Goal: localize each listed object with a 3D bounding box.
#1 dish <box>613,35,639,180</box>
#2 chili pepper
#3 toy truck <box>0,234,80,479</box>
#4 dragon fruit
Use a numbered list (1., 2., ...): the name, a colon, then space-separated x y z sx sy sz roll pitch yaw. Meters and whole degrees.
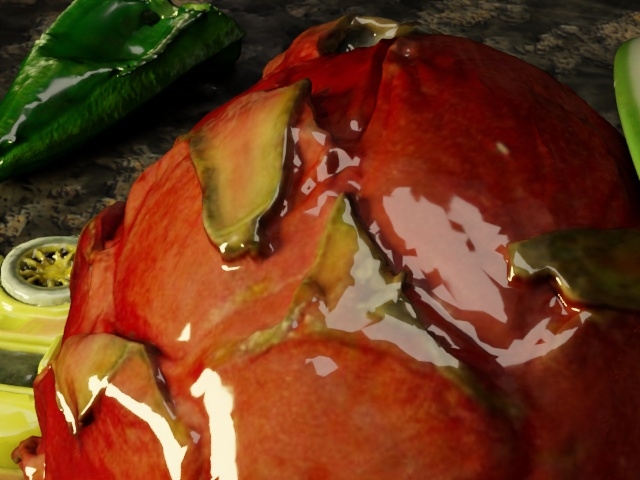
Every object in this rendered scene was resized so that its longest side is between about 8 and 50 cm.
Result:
1. dish: 0.247 0.033 0.670 0.124 0.324 0.324 -31 33 20
2. chili pepper: -0.139 -0.100 1.073 0.108 0.062 0.216 20 42 34
3. toy truck: -0.217 0.075 0.789 0.272 0.124 0.157 7 38 9
4. dragon fruit: 0.026 0.075 0.668 0.277 0.277 0.342 15 77 19
